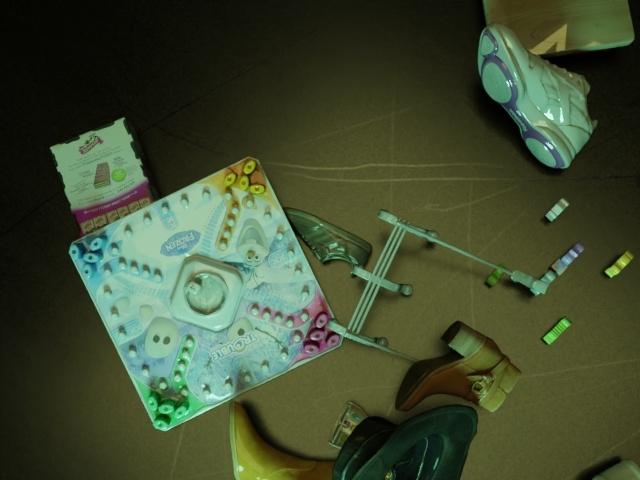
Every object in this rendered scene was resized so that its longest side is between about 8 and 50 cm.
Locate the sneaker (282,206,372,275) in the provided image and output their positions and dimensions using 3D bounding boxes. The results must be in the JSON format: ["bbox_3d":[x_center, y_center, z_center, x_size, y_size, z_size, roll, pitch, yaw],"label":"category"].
[{"bbox_3d":[0.000,0.000,1.566,0.188,0.066,0.071,24,84,9],"label":"sneaker"}]

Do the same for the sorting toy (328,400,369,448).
[{"bbox_3d":[0.064,0.344,1.519,0.075,0.045,0.083,27,83,1],"label":"sorting toy"}]

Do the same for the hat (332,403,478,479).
[{"bbox_3d":[0.113,0.378,1.418,0.134,0.331,0.331,32,84,40],"label":"hat"}]

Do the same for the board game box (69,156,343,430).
[{"bbox_3d":[-0.210,0.099,1.536,0.389,0.050,0.390,-26,91,0],"label":"board game box"}]

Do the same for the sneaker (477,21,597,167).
[{"bbox_3d":[0.396,-0.283,1.529,0.152,0.114,0.305,-43,113,-10],"label":"sneaker"}]

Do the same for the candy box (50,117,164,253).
[{"bbox_3d":[-0.401,-0.097,1.610,0.159,0.071,0.234,-21,81,0],"label":"candy box"}]

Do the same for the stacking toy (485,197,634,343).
[{"bbox_3d":[0.433,0.053,1.530,0.167,0.052,0.221,44,87,10],"label":"stacking toy"}]

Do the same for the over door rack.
[{"bbox_3d":[0.202,0.113,1.502,0.324,0.108,0.240,24,95,-5],"label":"over door rack"}]

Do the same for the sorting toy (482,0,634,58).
[{"bbox_3d":[0.434,-0.464,1.596,0.257,0.089,0.256,-8,80,4],"label":"sorting toy"}]

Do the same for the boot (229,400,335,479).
[{"bbox_3d":[-0.043,0.411,1.493,0.211,0.104,0.295,-13,85,-3],"label":"boot"}]

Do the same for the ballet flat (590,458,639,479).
[{"bbox_3d":[0.628,0.528,1.408,0.139,0.139,0.400,-45,79,-3],"label":"ballet flat"}]

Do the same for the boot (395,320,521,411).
[{"bbox_3d":[0.236,0.250,1.432,0.152,0.073,0.197,38,102,-15],"label":"boot"}]
